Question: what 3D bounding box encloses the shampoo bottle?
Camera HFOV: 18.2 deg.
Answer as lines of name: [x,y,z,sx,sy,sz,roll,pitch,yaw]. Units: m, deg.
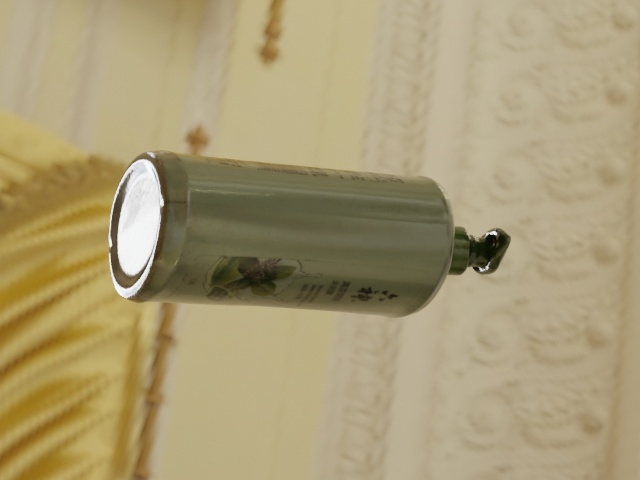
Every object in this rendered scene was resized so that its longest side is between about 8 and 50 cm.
shampoo bottle: [0.000,0.000,1.197,0.118,0.234,0.087,146,-55,-64]
